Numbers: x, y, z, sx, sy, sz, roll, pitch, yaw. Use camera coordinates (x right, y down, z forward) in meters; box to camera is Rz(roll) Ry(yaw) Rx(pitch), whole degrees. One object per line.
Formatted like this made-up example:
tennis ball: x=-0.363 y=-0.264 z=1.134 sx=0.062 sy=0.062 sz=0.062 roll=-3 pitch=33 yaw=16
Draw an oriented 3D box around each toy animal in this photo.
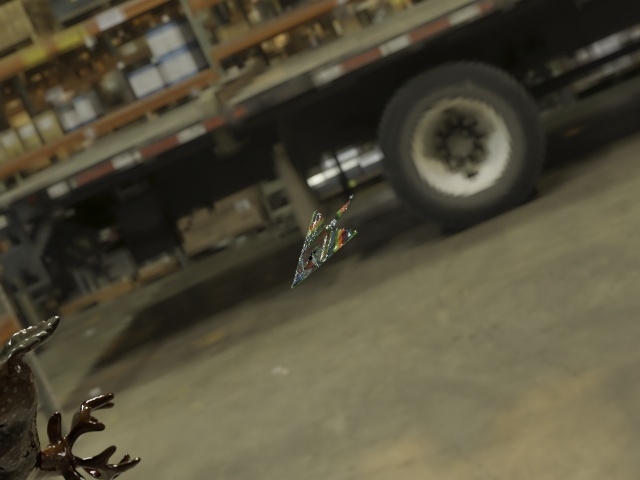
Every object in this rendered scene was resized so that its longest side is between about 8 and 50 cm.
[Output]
toy animal: x=-0.265 y=0.179 z=1.311 sx=0.260 sy=0.087 sz=0.243 roll=-25 pitch=-28 yaw=-32

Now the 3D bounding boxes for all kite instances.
kite: x=0.000 y=0.000 z=1.194 sx=0.090 sy=0.004 sz=0.122 roll=-56 pitch=18 yaw=4
